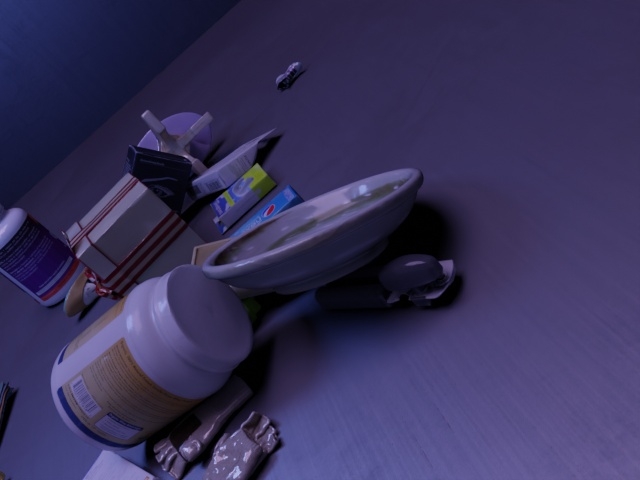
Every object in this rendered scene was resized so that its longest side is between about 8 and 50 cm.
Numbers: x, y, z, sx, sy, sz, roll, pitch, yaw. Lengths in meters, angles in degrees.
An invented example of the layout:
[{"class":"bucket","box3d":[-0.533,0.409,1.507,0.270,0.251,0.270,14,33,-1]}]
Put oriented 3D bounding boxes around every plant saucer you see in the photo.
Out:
[{"class":"plant saucer","box3d":[0.000,0.000,1.284,0.401,0.100,0.400,-23,11,5]}]

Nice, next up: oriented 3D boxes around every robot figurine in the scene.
[{"class":"robot figurine","box3d":[-0.167,0.152,1.446,0.115,0.067,0.101,-47,30,-7]}]

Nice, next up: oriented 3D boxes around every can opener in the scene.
[{"class":"can opener","box3d":[0.090,0.058,1.222,0.283,0.095,0.076,-8,44,46]}]

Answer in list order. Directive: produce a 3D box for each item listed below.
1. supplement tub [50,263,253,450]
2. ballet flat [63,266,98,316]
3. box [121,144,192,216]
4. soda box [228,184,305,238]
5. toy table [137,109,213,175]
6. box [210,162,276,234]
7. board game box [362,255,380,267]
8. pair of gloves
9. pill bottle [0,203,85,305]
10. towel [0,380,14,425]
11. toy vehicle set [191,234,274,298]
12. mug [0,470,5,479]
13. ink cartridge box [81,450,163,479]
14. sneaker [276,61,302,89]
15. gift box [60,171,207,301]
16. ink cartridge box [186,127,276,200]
[{"class":"supplement tub","box3d":[-0.294,0.205,1.336,0.316,0.228,0.228,-37,29,26]},{"class":"ballet flat","box3d":[-0.616,0.110,2.062,0.073,0.080,0.232,4,50,15]},{"class":"box","box3d":[-0.438,-0.130,1.986,0.108,0.153,0.207,35,111,62]},{"class":"soda box","box3d":[-0.115,-0.015,1.599,0.210,0.071,0.067,-41,30,4]},{"class":"toy table","box3d":[-0.411,-0.254,2.148,0.274,0.252,0.161,-58,14,-9]},{"class":"box","box3d":[-0.196,-0.103,1.850,0.178,0.042,0.109,-42,28,0]},{"class":"board game box","box3d":[0.060,0.024,1.383,0.090,0.020,0.090,-36,29,14]},{"class":"pair of gloves","box3d":[-0.175,0.334,1.240,0.204,0.042,0.240,-44,30,-3]},{"class":"pill bottle","box3d":[-0.852,0.032,2.193,0.182,0.323,0.181,-31,31,21]},{"class":"towel","box3d":[-0.876,0.542,1.843,0.271,0.040,0.370,-37,31,14]},{"class":"toy vehicle set","box3d":[-0.122,0.041,1.472,0.267,0.035,0.166,-14,34,7]},{"class":"mug","box3d":[-0.732,0.523,1.657,0.078,0.064,0.062,-51,29,-15]},{"class":"ink cartridge box","box3d":[-0.375,0.472,1.300,0.208,0.045,0.206,4,53,52]},{"class":"sneaker","box3d":[-0.090,-0.472,2.220,0.098,0.038,0.069,-39,29,26]},{"class":"gift box","box3d":[-0.466,0.001,1.819,0.258,0.276,0.255,-49,24,-7]},{"class":"ink cartridge box","box3d":[-0.226,-0.199,2.007,0.232,0.066,0.189,-36,13,-35]}]
